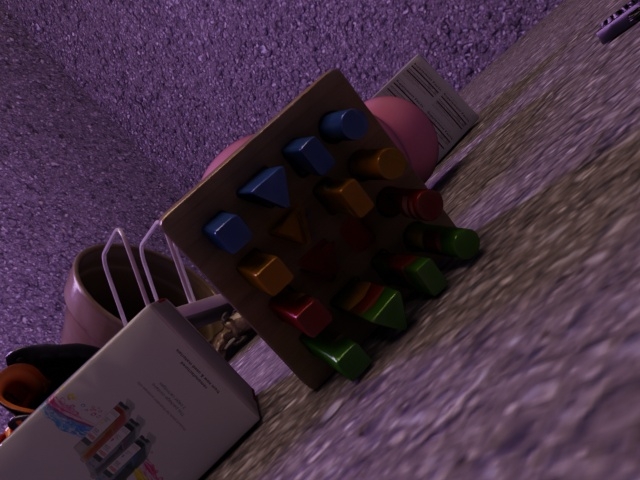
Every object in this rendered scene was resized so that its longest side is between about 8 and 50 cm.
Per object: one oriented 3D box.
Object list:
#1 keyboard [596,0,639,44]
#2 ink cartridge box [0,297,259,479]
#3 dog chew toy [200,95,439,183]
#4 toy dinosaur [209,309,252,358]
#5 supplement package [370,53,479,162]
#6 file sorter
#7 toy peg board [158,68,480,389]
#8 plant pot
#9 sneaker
[{"bbox_3d":[0.356,-0.263,0.694,0.108,0.023,0.180,-45,3,-26],"label":"keyboard"},{"bbox_3d":[-0.158,0.154,0.571,0.176,0.127,0.128,-43,4,-7],"label":"ink cartridge box"},{"bbox_3d":[0.015,-0.066,0.826,0.332,0.206,0.206,-35,0,-27],"label":"dog chew toy"},{"bbox_3d":[-0.086,0.095,1.049,0.268,0.064,0.118,-41,-4,-18],"label":"toy dinosaur"},{"bbox_3d":[0.113,-0.163,1.146,0.203,0.149,0.194,-46,5,-27],"label":"supplement package"},{"bbox_3d":[-0.204,0.049,1.167,0.278,0.173,0.193,-15,-11,-30],"label":"file sorter"},{"bbox_3d":[0.013,-0.004,0.449,0.161,0.160,0.079,-44,19,-13],"label":"toy peg board"},{"bbox_3d":[-0.388,0.208,1.378,0.280,0.323,0.323,-59,-1,18],"label":"plant pot"},{"bbox_3d":[-0.307,0.197,0.723,0.321,0.124,0.180,-30,-40,4],"label":"sneaker"}]
